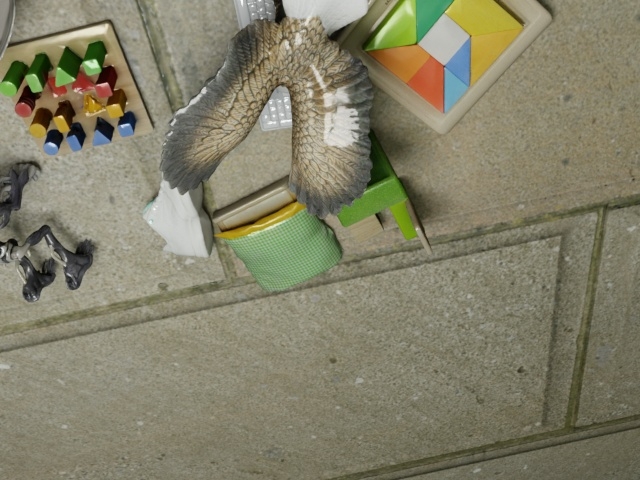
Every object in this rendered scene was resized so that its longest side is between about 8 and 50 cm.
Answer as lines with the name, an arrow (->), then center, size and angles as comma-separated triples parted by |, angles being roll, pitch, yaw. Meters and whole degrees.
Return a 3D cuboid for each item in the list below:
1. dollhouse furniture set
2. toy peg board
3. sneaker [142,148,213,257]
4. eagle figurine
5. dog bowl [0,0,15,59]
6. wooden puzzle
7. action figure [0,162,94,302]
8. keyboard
dollhouse furniture set -> 0.000, 0.000, 0.997 | 0.301, 0.151, 0.198 | -26, 127, 10
toy peg board -> -0.324, -0.179, 0.849 | 0.161, 0.079, 0.161 | -13, 128, 1
sneaker -> -0.223, -0.055, 0.970 | 0.094, 0.080, 0.212 | 0, 129, 5
eagle figurine -> -0.045, -0.184, 0.792 | 0.225, 0.226, 0.299 | 14, 87, -62
dog bowl -> -0.502, -0.299, 0.688 | 0.348, 0.102, 0.349 | -6, 122, -10
wooden puzzle -> 0.168, -0.277, 0.883 | 0.238, 0.044, 0.221 | 29, 117, -28
action figure -> -0.458, -0.022, 0.911 | 0.164, 0.141, 0.276 | -24, 143, 11
keyboard -> -0.067, -0.264, 0.871 | 0.072, 0.014, 0.256 | -11, 128, -2
